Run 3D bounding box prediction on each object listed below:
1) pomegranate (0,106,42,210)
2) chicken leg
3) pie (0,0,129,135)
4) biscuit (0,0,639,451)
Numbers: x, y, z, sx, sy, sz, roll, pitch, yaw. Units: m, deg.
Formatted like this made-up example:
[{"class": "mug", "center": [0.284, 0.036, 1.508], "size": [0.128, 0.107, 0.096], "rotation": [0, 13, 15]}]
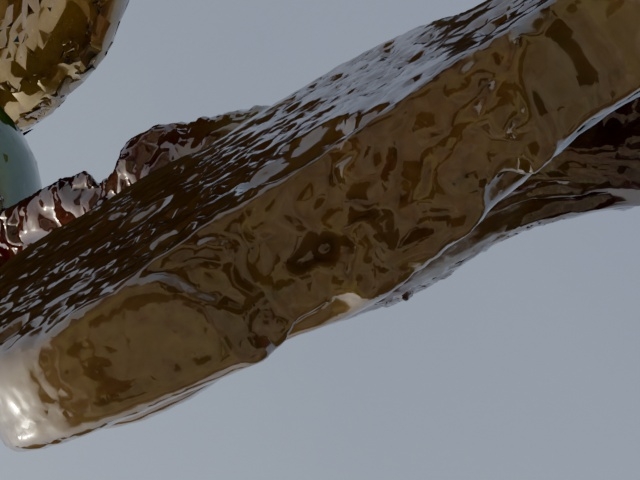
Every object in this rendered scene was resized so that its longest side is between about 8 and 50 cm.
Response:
[{"class": "pomegranate", "center": [-0.264, 0.003, 0.857], "size": [0.236, 0.302, 0.236], "rotation": [1, -93, -19]}, {"class": "chicken leg", "center": [-0.007, -0.001, 0.659], "size": [0.177, 0.322, 0.083], "rotation": [-1, -102, -41]}, {"class": "pie", "center": [-0.193, -0.182, 0.966], "size": [0.069, 0.273, 0.273], "rotation": [15, -100, -51]}, {"class": "biscuit", "center": [0.005, -0.016, 0.463], "size": [0.320, 0.183, 0.047], "rotation": [-30, -76, 17]}]
